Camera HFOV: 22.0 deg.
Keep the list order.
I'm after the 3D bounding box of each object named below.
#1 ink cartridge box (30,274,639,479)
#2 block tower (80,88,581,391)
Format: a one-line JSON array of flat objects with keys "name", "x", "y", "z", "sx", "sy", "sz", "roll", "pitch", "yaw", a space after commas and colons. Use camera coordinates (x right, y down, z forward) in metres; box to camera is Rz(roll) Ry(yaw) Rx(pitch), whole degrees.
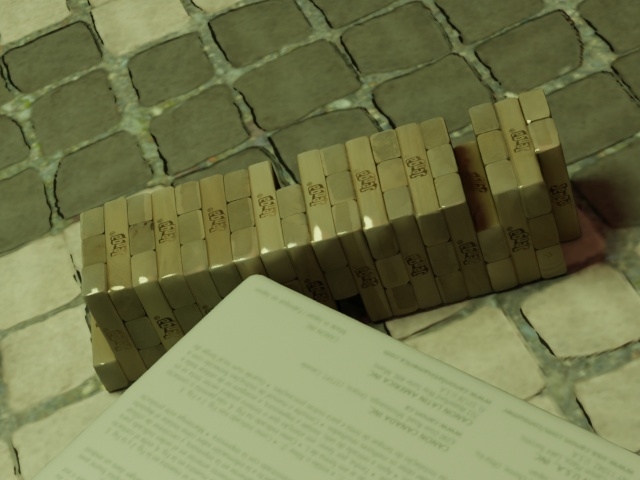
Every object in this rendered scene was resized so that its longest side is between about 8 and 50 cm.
[{"name": "ink cartridge box", "x": -0.041, "y": 0.212, "z": 0.890, "sx": 0.308, "sy": 0.091, "sz": 0.385, "roll": 25, "pitch": 57, "yaw": 35}, {"name": "block tower", "x": 0.000, "y": 0.000, "z": 1.092, "sx": 0.335, "sy": 0.097, "sz": 0.091, "roll": -16, "pitch": 43, "yaw": 6}]
